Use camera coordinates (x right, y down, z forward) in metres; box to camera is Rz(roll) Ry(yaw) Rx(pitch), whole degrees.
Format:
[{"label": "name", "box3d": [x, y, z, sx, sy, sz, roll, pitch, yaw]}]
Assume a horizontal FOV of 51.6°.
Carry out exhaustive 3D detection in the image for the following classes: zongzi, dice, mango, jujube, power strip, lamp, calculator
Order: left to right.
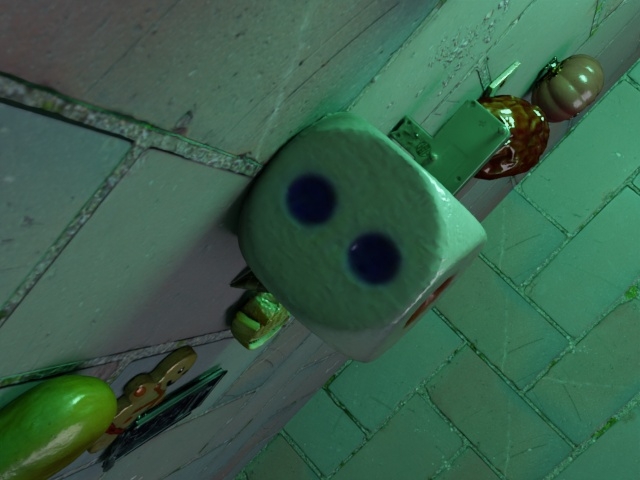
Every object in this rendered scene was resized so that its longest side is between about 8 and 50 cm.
[{"label": "mango", "box3d": [-0.351, 0.243, 0.776, 0.237, 0.091, 0.137, -33, 157, -21]}, {"label": "calculator", "box3d": [-0.306, 0.349, 1.311, 0.274, 0.028, 0.166, -25, 156, -54]}, {"label": "zongzi", "box3d": [-0.077, 0.036, 1.063, 0.055, 0.119, 0.109, 101, -1, -58]}, {"label": "dice", "box3d": [0.054, -0.003, 0.888, 0.243, 0.251, 0.259, -49, 165, 9]}, {"label": "power strip", "box3d": [0.177, -0.137, 1.056, 0.216, 0.145, 0.061, -49, 166, 14]}, {"label": "jujube", "box3d": [0.352, -0.205, 1.318, 0.250, 0.174, 0.174, -9, 144, -42]}, {"label": "lamp", "box3d": [0.584, -0.369, 1.586, 0.182, 0.140, 0.182, -45, -176, 4]}]

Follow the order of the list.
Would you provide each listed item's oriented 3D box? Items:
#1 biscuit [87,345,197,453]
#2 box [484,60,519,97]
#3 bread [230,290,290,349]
[{"label": "biscuit", "box3d": [-0.298, 0.261, 1.090, 0.234, 0.030, 0.153, -40, 167, -16]}, {"label": "box", "box3d": [0.365, -0.322, 1.333, 0.083, 0.012, 0.046, -42, 166, -13]}, {"label": "bread", "box3d": [-0.107, 0.133, 1.190, 0.117, 0.064, 0.156, -43, 165, -24]}]
